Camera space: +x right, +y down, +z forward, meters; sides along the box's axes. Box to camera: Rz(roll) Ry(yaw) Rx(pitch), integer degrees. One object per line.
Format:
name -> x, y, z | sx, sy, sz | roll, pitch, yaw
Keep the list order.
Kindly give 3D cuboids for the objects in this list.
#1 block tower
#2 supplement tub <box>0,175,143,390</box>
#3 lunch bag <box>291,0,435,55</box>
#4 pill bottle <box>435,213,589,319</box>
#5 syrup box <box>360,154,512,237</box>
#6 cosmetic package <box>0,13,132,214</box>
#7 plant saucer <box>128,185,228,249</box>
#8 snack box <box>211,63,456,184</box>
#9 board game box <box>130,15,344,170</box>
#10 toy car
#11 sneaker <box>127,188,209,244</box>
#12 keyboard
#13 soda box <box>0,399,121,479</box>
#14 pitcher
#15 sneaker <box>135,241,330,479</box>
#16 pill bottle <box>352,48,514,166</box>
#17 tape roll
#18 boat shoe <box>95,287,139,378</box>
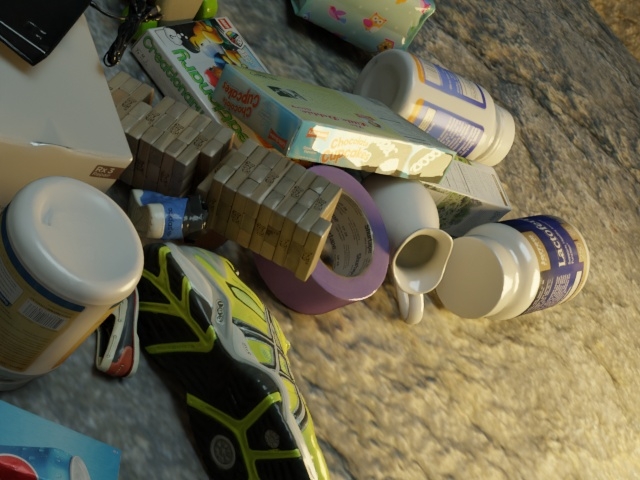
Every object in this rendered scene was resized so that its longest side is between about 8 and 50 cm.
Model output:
block tower -> -0.133, -0.082, 1.502 | 0.335, 0.091, 0.097 | 30, 50, 9
supplement tub -> -0.283, 0.047, 1.206 | 0.144, 0.199, 0.144 | 30, 37, -25
lunch bag -> 0.059, -0.463, 2.163 | 0.223, 0.160, 0.262 | 24, 28, -26
pill bottle -> 0.298, 0.044, 1.904 | 0.264, 0.153, 0.153 | -9, 63, -52
syrup box -> 0.189, -0.081, 1.965 | 0.237, 0.093, 0.096 | 13, 46, -40
cosmetic package -> -0.385, -0.210, 1.406 | 0.217, 0.156, 0.385 | 10, 49, -42
plant saucer -> -0.176, -0.064, 1.600 | 0.168, 0.029, 0.168 | 29, 38, -26
snack box -> 0.024, -0.162, 1.735 | 0.322, 0.060, 0.187 | 7, 24, -45
board game box -> -0.117, -0.187, 1.769 | 0.305, 0.053, 0.193 | 52, 34, 8
toy car -> -0.253, -0.404, 1.780 | 0.188, 0.149, 0.155 | 45, 42, 17
sneaker -> -0.180, -0.030, 1.464 | 0.084, 0.152, 0.058 | 2, 96, -21
keyboard -> -0.291, -0.285, 1.423 | 0.201, 0.033, 0.317 | 35, 33, -13
soda box -> -0.296, 0.204, 1.150 | 0.210, 0.067, 0.071 | 28, 38, -25
pitcher -> 0.114, 0.006, 1.774 | 0.125, 0.178, 0.207 | -3, 32, -16
sneaker -> -0.074, 0.158, 1.379 | 0.147, 0.145, 0.385 | -6, 62, -50
pill bottle -> 0.197, -0.211, 2.058 | 0.272, 0.152, 0.152 | 18, 43, -38
tape roll -> 0.000, 0.000, 1.635 | 0.189, 0.080, 0.189 | 22, 57, -38
boat shoe -> -0.232, 0.090, 1.362 | 0.043, 0.049, 0.137 | 18, 48, -34
